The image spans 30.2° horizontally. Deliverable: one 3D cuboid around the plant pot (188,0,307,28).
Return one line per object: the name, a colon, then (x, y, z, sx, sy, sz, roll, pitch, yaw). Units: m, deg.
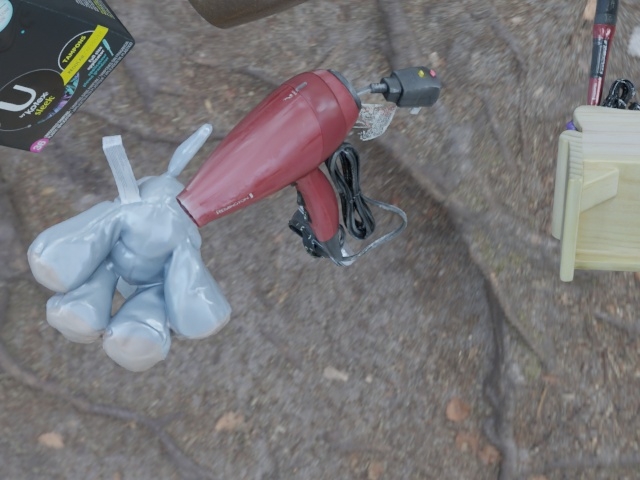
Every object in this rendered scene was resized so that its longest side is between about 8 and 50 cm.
plant pot: (-0.072, -0.388, 1.578, 0.230, 0.215, 0.215, -34, 93, 25)

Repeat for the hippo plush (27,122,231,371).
hippo plush: (-0.244, 0.001, 1.507, 0.234, 0.236, 0.294, -8, 102, -8)

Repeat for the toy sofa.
toy sofa: (0.461, -0.049, 1.404, 0.363, 0.177, 0.150, 3, 125, 9)

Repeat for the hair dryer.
hair dryer: (-0.004, -0.057, 1.136, 0.080, 0.294, 0.223, 38, 124, 45)

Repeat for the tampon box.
tampon box: (-0.233, -0.144, 0.811, 0.120, 0.161, 0.101, -45, 70, 17)

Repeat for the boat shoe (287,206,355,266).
boat shoe: (0.000, 0.000, 1.354, 0.040, 0.142, 0.049, -44, 119, 4)

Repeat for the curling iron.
curling iron: (0.376, -0.267, 1.527, 0.068, 0.035, 0.274, 8, 74, -16)
